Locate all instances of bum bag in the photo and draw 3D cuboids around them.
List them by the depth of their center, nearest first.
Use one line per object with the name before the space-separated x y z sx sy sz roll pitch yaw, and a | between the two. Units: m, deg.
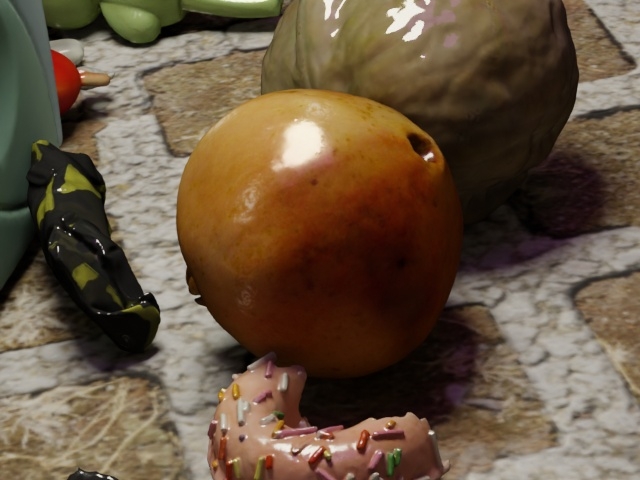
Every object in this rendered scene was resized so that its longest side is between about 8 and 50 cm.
bum bag | -0.181 -0.004 1.457 0.060 0.107 0.232 -32 34 1

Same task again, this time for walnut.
walnut | 0.074 -0.128 1.495 0.248 0.248 0.248 -4 31 3

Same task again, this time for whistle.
whistle | -0.183 -0.257 1.885 0.294 0.141 0.141 14 32 -4

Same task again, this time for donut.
donut | -0.011 0.138 1.229 0.166 0.065 0.117 11 34 29

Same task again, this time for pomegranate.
pomegranate | 0.004 -0.003 1.334 0.209 0.209 0.209 -4 31 3

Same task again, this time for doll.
doll | -0.274 -0.138 1.718 0.183 0.085 0.217 -11 14 -12

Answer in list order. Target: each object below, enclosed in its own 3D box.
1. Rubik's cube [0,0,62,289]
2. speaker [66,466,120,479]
Rubik's cube | -0.414 -0.115 1.439 0.352 0.352 0.347 0 31 13
speaker | -0.151 0.302 0.859 0.180 0.184 0.388 12 37 27
